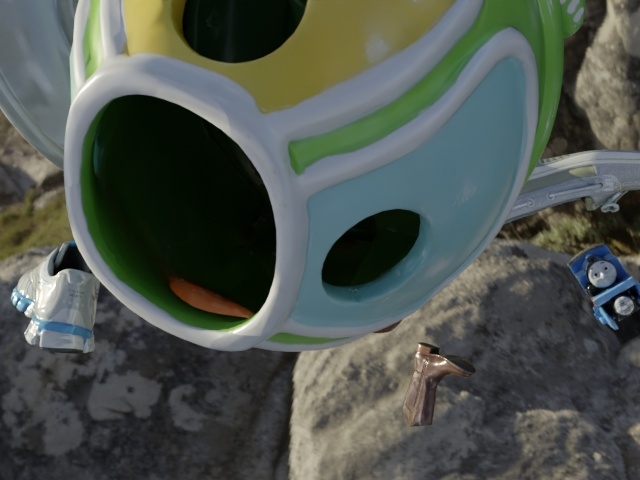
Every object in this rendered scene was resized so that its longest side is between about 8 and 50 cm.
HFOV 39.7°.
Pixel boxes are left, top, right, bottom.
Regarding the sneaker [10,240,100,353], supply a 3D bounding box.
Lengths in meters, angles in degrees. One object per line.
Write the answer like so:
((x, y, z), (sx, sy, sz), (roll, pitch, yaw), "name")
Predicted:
((-0.227, 0.038, 0.789), (0.190, 0.071, 0.083), (22, 98, 62), "sneaker")

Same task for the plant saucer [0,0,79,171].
((-0.305, -0.268, 1.237), (0.100, 0.400, 0.400), (-22, 63, 27), "plant saucer")

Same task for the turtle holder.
((0.004, -0.084, 0.427), (0.243, 0.227, 0.320), (43, 133, -2), "turtle holder")

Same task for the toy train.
((0.411, 0.063, 1.272), (0.080, 0.184, 0.105), (-36, 86, 12), "toy train")

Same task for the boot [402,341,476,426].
((0.157, 0.207, 1.194), (0.106, 0.037, 0.114), (23, 102, 53), "boot")

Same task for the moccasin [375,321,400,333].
((0.002, -0.002, 1.418), (0.139, 0.380, 0.147), (-42, 7, -30), "moccasin")

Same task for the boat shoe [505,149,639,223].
((0.352, -0.069, 1.294), (0.320, 0.118, 0.103), (-7, 87, 7), "boat shoe")
